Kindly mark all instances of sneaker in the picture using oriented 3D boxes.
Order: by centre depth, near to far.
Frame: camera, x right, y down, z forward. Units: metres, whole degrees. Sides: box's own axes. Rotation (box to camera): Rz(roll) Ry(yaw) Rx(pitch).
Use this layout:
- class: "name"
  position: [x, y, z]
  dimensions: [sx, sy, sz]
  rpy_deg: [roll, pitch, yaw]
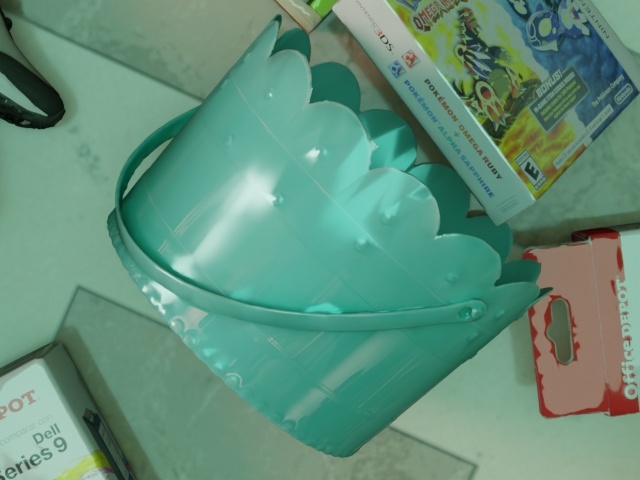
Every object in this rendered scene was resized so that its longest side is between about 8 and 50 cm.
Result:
- class: "sneaker"
  position: [-0.271, -0.193, 1.267]
  dimensions: [0.108, 0.100, 0.271]
  rpy_deg: [-42, 98, -15]

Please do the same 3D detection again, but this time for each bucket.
- class: "bucket"
  position: [0.000, 0.000, 1.204]
  dimensions: [0.281, 0.281, 0.183]
  rpy_deg: [44, 98, -4]

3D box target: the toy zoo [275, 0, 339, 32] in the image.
- class: "toy zoo"
  position: [0.027, -0.321, 1.275]
  dimensions: [0.192, 0.030, 0.293]
  rpy_deg: [43, 93, -14]

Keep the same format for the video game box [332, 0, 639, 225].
- class: "video game box"
  position: [0.125, -0.136, 1.233]
  dimensions: [0.187, 0.205, 0.048]
  rpy_deg: [51, 134, -3]

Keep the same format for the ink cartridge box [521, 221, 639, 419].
- class: "ink cartridge box"
  position: [0.265, 0.051, 1.300]
  dimensions: [0.231, 0.078, 0.134]
  rpy_deg: [-7, 94, 0]

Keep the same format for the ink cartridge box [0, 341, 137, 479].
- class: "ink cartridge box"
  position: [-0.215, 0.203, 1.303]
  dimensions: [0.154, 0.093, 0.212]
  rpy_deg: [-27, 93, 2]
